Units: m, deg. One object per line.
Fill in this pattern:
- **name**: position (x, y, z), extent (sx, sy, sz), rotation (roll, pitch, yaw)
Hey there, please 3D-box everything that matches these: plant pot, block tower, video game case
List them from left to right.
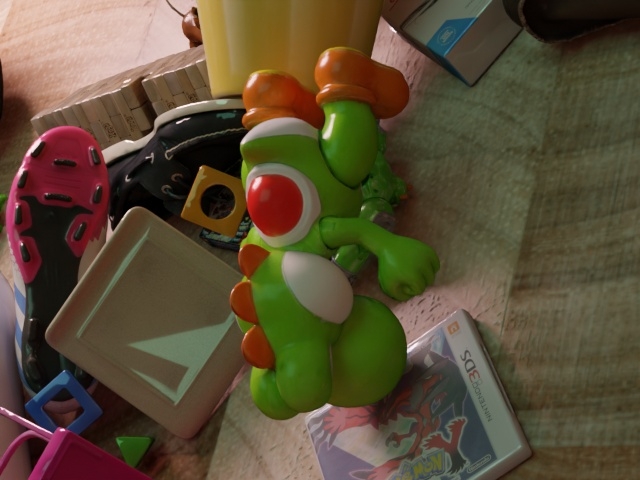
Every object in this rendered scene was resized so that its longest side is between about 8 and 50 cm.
- **block tower**: position (-0.189, -0.166, 2.010), extent (0.335, 0.091, 0.097), rotation (-14, 20, 33)
- **plant pot**: position (-0.032, -0.269, 1.797), extent (0.254, 0.254, 0.239), rotation (0, 89, 42)
- **video game case**: position (0.087, 0.185, 1.582), extent (0.201, 0.023, 0.183), rotation (-37, 43, 16)

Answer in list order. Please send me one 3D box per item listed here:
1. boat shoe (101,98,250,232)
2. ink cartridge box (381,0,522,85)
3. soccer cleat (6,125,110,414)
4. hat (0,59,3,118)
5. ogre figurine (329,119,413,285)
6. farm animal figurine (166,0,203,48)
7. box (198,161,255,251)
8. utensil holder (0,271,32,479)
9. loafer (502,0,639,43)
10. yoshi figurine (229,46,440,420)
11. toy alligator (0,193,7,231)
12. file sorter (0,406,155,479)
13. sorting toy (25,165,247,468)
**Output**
- **boat shoe**: position (-0.156, -0.073, 1.884), extent (0.340, 0.127, 0.113), rotation (-18, 73, 48)
- **ink cartridge box**: position (0.135, -0.256, 1.831), extent (0.104, 0.060, 0.180), rotation (-50, 41, 2)
- **soccer cleat**: position (-0.303, 0.038, 1.909), extent (0.143, 0.116, 0.331), rotation (116, 155, -71)
- **hat**: position (-0.508, -0.191, 2.287), extent (0.134, 0.331, 0.331), rotation (16, 65, 0)
- **ogre figurine**: position (0.028, -0.045, 1.750), extent (0.118, 0.097, 0.197), rotation (-31, 32, 38)
- **farm animal figurine**: position (-0.078, -0.393, 2.036), extent (0.330, 0.172, 0.327), rotation (-38, 43, 15)
- **box**: position (-0.072, -0.051, 1.891), extent (0.094, 0.027, 0.137), rotation (11, 69, 46)
- **utensil holder**: position (-0.479, 0.235, 1.827), extent (0.327, 0.327, 0.385), rotation (-33, 46, 19)
- **loafer**: position (0.339, -0.278, 1.608), extent (0.366, 0.134, 0.130), rotation (-23, 48, 28)
- **yoshi figurine**: position (0.010, 0.012, 1.618), extent (0.203, 0.203, 0.362), rotation (7, 66, -5)
- **toy alligator**: position (-0.478, -0.001, 2.205), extent (0.189, 0.056, 0.051), rotation (-28, 86, 24)
- **file sorter**: position (-0.232, 0.306, 1.580), extent (0.182, 0.290, 0.202), rotation (15, 72, 49)
- **sorting toy**: position (-0.167, 0.087, 1.793), extent (0.196, 0.047, 0.348), rotation (34, 89, 6)
